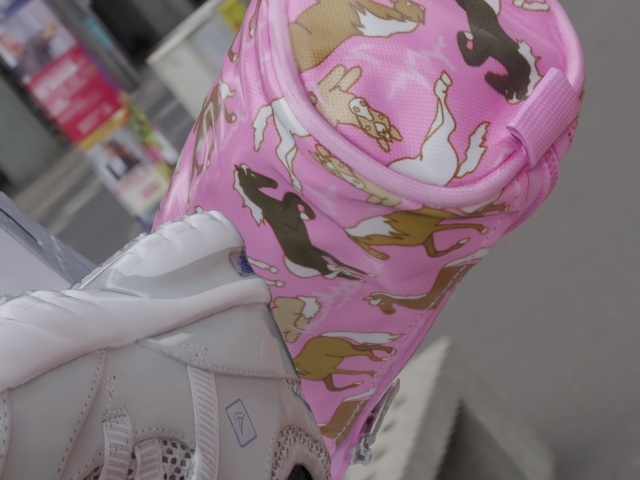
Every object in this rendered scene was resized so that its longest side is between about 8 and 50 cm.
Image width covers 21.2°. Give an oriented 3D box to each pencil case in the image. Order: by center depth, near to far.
[{"bbox_3d":[0.000,0.000,0.906,0.386,0.167,0.160,117,155,-56],"label":"pencil case"}]

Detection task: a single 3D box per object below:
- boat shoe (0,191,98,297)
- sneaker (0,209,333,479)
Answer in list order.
[{"bbox_3d":[-0.132,0.060,0.818,0.094,0.302,0.109,-46,18,5],"label":"boat shoe"},{"bbox_3d":[-0.061,0.076,0.428,0.105,0.115,0.281,-36,0,29],"label":"sneaker"}]
